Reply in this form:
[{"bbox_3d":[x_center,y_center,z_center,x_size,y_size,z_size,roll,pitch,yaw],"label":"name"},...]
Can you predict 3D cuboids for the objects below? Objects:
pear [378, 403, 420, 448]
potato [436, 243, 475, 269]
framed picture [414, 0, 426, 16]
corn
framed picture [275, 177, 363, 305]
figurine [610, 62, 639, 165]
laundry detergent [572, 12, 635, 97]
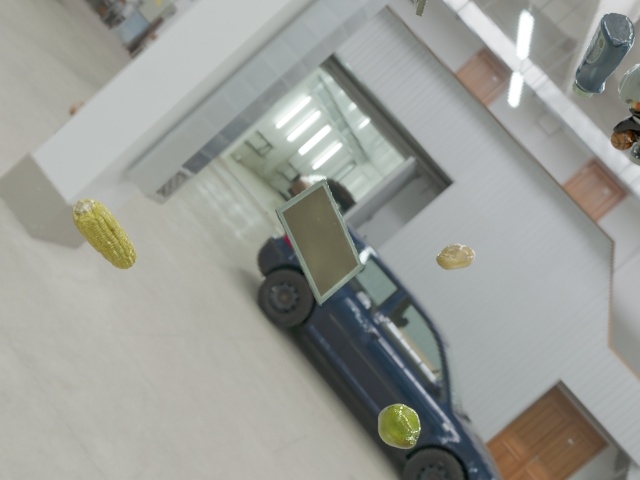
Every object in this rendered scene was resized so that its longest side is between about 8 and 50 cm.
[{"bbox_3d":[0.164,0.382,1.575,0.092,0.092,0.097,44,14,-54],"label":"pear"},{"bbox_3d":[0.294,0.037,1.678,0.062,0.083,0.068,58,-22,5],"label":"potato"},{"bbox_3d":[0.248,-0.681,1.668,0.020,0.324,0.241,10,39,-4],"label":"framed picture"},{"bbox_3d":[-0.408,-0.011,1.462,0.067,0.067,0.206,51,-10,32],"label":"corn"},{"bbox_3d":[0.000,0.000,1.980,0.217,0.017,0.274,-34,106,-45],"label":"framed picture"},{"bbox_3d":[0.753,-0.294,1.757,0.133,0.175,0.236,-93,172,-58],"label":"figurine"},{"bbox_3d":[0.817,-0.519,2.253,0.290,0.094,0.143,97,-6,-60],"label":"laundry detergent"}]
